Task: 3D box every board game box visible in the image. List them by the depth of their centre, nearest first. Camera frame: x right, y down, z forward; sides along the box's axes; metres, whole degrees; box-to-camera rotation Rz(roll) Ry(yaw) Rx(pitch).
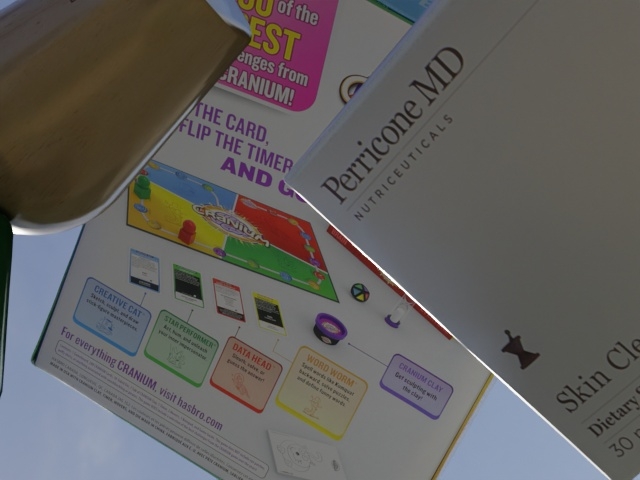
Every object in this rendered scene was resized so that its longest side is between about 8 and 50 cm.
[{"bbox_3d":[0.000,0.000,0.928,0.064,0.242,0.316,-48,-14,-56],"label":"board game box"}]

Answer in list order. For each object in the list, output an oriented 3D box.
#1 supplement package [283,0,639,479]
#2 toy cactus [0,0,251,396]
[{"bbox_3d":[0.148,-0.090,0.528,0.262,0.145,0.204,-49,-1,38],"label":"supplement package"},{"bbox_3d":[-0.100,-0.009,0.392,0.112,0.180,0.219,46,-167,-24],"label":"toy cactus"}]
